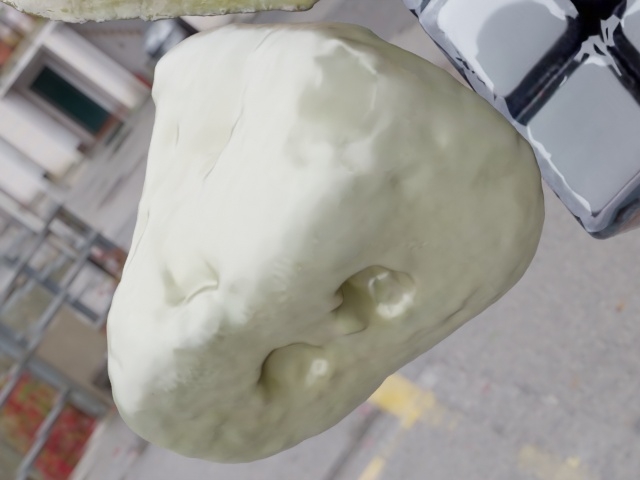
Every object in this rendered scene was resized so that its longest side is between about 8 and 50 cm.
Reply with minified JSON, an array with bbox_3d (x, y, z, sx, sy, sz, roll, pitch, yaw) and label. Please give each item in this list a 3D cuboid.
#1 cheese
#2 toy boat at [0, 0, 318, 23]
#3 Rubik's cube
[{"bbox_3d":[0.002,0.001,0.907,0.248,0.173,0.251,-9,56,52],"label":"cheese"},{"bbox_3d":[-0.073,-0.137,0.683,0.116,0.188,0.061,-68,-26,-53],"label":"toy boat"},{"bbox_3d":[0.256,-0.222,1.117,0.305,0.301,0.304,-12,-30,-50],"label":"Rubik's cube"}]
